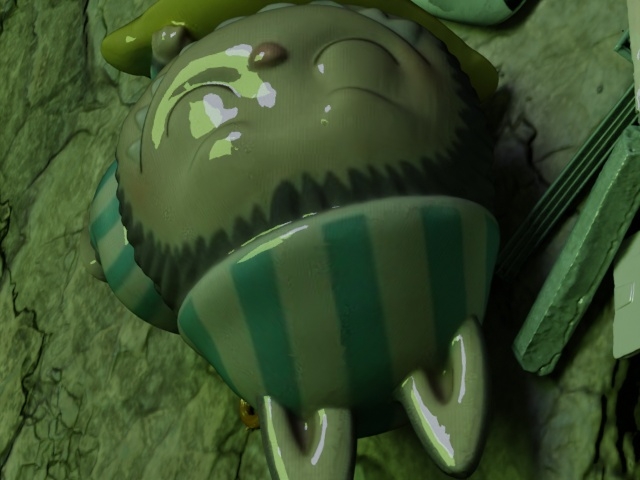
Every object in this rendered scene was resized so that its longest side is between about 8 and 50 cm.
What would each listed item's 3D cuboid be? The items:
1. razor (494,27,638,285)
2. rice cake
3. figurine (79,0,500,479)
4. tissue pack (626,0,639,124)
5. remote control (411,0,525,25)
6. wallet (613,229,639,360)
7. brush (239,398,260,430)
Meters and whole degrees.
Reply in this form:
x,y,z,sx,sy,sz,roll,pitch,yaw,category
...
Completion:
x,y,z,sx,sy,sz,roll,pitch,yaw,category
0.170,-0.047,1.195,0.191,0.068,0.037,-55,-2,31,razor
0.167,0.007,1.157,0.170,0.029,0.033,-64,14,14,rice cake
-0.043,0.038,1.231,0.361,0.266,0.377,128,153,-45,figurine
0.314,-0.205,0.996,0.344,0.125,0.242,-30,48,43,tissue pack
0.086,-0.223,1.415,0.256,0.045,0.097,29,95,55,remote control
0.196,0.030,1.130,0.044,0.011,0.083,-30,45,46,wallet
0.000,0.000,1.433,0.090,0.017,0.314,20,89,57,brush
